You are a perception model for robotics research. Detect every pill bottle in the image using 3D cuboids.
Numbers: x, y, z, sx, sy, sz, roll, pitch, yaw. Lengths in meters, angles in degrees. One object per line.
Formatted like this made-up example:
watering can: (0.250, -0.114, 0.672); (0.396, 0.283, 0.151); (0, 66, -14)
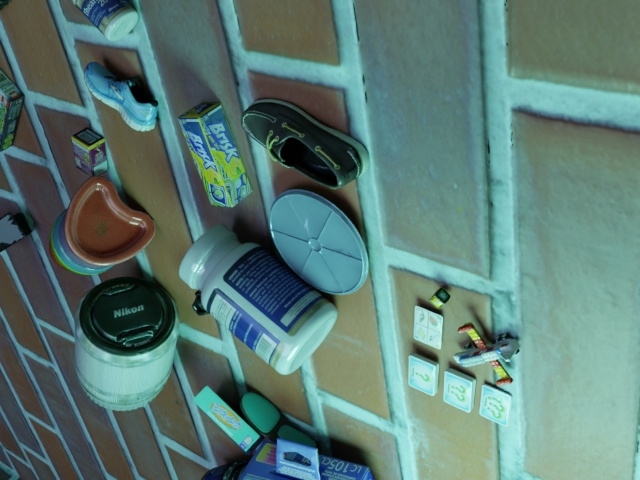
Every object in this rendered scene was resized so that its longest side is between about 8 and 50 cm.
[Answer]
pill bottle: (-0.360, -0.389, 1.361); (0.120, 0.067, 0.067); (46, 144, 3)
pill bottle: (-0.113, 0.099, 1.471); (0.265, 0.153, 0.153); (39, 142, 14)
pill bottle: (-0.203, 0.600, 2.034); (0.122, 0.123, 0.219); (51, 144, -3)

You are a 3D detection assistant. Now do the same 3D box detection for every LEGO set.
LEGO set: (0.213, 0.189, 1.301); (0.183, 0.060, 0.244); (21, 135, 27)

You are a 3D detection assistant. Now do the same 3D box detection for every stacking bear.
stacking bear: (-0.496, -0.003, 1.774); (0.175, 0.164, 0.289); (44, 153, -16)

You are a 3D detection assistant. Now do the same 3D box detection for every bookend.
bookend: (-0.804, -0.018, 2.126); (0.157, 0.156, 0.072); (-30, 102, 9)

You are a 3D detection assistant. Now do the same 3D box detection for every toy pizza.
toy pizza: (0.000, 0.000, 1.369); (0.201, 0.032, 0.201); (26, 137, 27)

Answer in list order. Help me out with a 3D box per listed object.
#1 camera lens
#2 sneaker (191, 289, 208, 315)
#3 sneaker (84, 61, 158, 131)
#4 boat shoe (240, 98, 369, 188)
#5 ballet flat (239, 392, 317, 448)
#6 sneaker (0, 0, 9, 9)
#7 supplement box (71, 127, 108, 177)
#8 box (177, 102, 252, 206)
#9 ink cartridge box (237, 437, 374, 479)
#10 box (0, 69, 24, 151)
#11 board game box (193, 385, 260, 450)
camera lens: (-0.433, 0.229, 1.858); (0.219, 0.219, 0.274); (38, 142, 14)
sneaker: (-0.202, 0.106, 1.633); (0.063, 0.075, 0.170); (51, 143, -2)
sneaker: (-0.345, -0.268, 1.477); (0.162, 0.063, 0.073); (39, 125, 6)
boat shoe: (-0.038, -0.145, 1.247); (0.228, 0.069, 0.081); (27, 138, 27)
ballet flat: (-0.096, 0.411, 1.804); (0.203, 0.074, 0.074); (35, 141, 15)
sneaker: (-0.704, -0.478, 1.624); (0.314, 0.116, 0.136); (-19, 97, 44)
supplement box: (-0.461, -0.175, 1.676); (0.055, 0.043, 0.083); (31, 139, 22)
box: (-0.175, -0.142, 1.398); (0.054, 0.059, 0.168); (7, 127, 40)
ink cartridge box: (-0.006, 0.574, 1.729); (0.270, 0.151, 0.395); (6, 135, 32)
box: (-0.713, -0.294, 1.834); (0.114, 0.036, 0.207); (47, 143, 2)
board game box: (-0.204, 0.405, 1.864); (0.160, 0.047, 0.210); (42, 166, 9)
